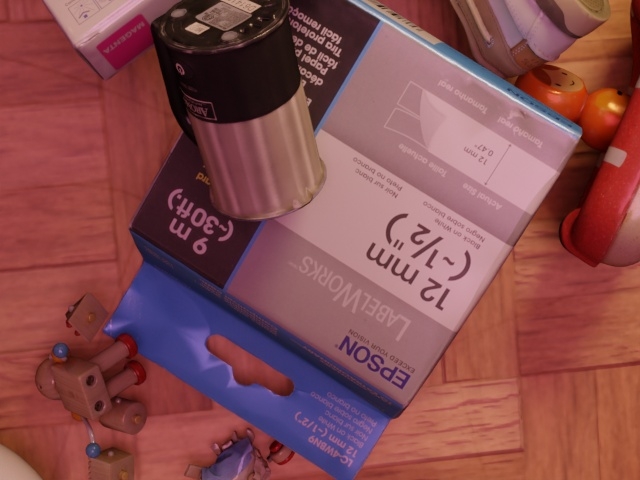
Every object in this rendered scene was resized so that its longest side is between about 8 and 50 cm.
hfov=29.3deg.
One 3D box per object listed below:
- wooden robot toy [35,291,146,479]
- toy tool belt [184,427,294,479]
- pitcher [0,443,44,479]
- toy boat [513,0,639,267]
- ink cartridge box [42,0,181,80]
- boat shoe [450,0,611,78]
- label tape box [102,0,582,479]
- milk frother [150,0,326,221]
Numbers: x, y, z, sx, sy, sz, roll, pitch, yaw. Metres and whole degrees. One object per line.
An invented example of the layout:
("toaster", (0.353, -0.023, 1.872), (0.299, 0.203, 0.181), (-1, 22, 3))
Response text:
("wooden robot toy", (-0.193, 0.117, 0.996), (0.076, 0.079, 0.173), (-35, 122, -43))
("toy tool belt", (-0.068, 0.184, 1.017), (0.083, 0.052, 0.051), (-39, 108, -1))
("pitcher", (-0.271, 0.257, 0.976), (0.207, 0.125, 0.178), (40, 107, -21))
("toy boat", (0.227, -0.100, 0.977), (0.151, 0.151, 0.231), (23, 94, 8))
("ink cartridge box", (-0.165, -0.282, 0.891), (0.186, 0.065, 0.311), (-36, 66, -2))
("boat shoe", (0.096, -0.264, 0.947), (0.103, 0.113, 0.302), (-36, 80, 34))
("label tape box", (0.000, 0.000, 0.926), (0.249, 0.115, 0.348), (32, 101, 5))
("milk frother", (-0.030, -0.113, 0.816), (0.143, 0.129, 0.135), (-23, 130, -12))
